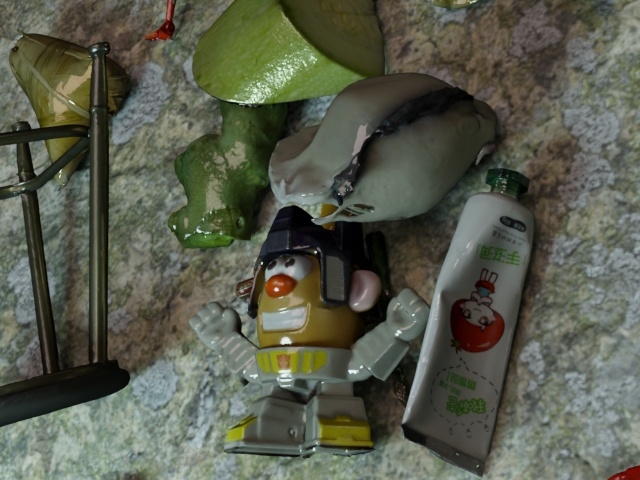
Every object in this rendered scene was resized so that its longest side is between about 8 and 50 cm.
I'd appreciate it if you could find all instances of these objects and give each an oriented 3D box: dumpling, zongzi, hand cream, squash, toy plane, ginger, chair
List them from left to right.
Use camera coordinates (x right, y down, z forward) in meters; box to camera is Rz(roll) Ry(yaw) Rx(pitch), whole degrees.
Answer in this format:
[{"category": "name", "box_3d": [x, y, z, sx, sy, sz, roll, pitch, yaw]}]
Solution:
[{"category": "chair", "box_3d": [-0.432, 0.027, 1.720, 0.364, 0.362, 0.410, -23, 80, 60]}, {"category": "zongzi", "box_3d": [-0.380, -0.186, 1.986, 0.194, 0.099, 0.197, 25, 91, 35]}, {"category": "toy plane", "box_3d": [-0.194, -0.371, 1.969, 0.126, 0.077, 0.194, -20, 69, 26]}, {"category": "ginger", "box_3d": [-0.117, -0.122, 1.811, 0.137, 0.089, 0.290, 11, 77, 41]}, {"category": "squash", "box_3d": [-0.045, -0.268, 1.815, 0.155, 0.204, 0.237, -51, 37, 43]}, {"category": "dumpling", "box_3d": [0.067, -0.128, 1.630, 0.293, 0.163, 0.204, -22, 56, -20]}, {"category": "hand cream", "box_3d": [0.172, 0.081, 1.555, 0.076, 0.121, 0.336, -14, 56, 58]}]

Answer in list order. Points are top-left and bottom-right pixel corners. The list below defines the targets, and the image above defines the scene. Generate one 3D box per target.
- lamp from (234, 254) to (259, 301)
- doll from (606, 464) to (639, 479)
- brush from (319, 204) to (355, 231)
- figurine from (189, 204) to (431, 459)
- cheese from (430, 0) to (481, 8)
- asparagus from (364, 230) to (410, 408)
[{"category": "lamp", "box_3d": [-0.067, 0.040, 1.740, 0.063, 0.031, 0.083, 18, 79, 52]}, {"category": "doll", "box_3d": [0.354, 0.299, 1.368, 0.384, 0.099, 0.188, -25, 60, 23]}, {"category": "brush", "box_3d": [0.000, 0.000, 1.738, 0.103, 0.013, 0.272, 28, 86, 35]}, {"category": "figurine", "box_3d": [-0.015, 0.110, 1.621, 0.308, 0.143, 0.309, -3, 71, 10]}, {"category": "cheese", "box_3d": [0.174, -0.320, 1.754, 0.084, 0.041, 0.060, -12, 71, 8]}, {"category": "asparagus", "box_3d": [0.080, 0.092, 1.650, 0.022, 0.023, 0.233, 122, 144, -56]}]
